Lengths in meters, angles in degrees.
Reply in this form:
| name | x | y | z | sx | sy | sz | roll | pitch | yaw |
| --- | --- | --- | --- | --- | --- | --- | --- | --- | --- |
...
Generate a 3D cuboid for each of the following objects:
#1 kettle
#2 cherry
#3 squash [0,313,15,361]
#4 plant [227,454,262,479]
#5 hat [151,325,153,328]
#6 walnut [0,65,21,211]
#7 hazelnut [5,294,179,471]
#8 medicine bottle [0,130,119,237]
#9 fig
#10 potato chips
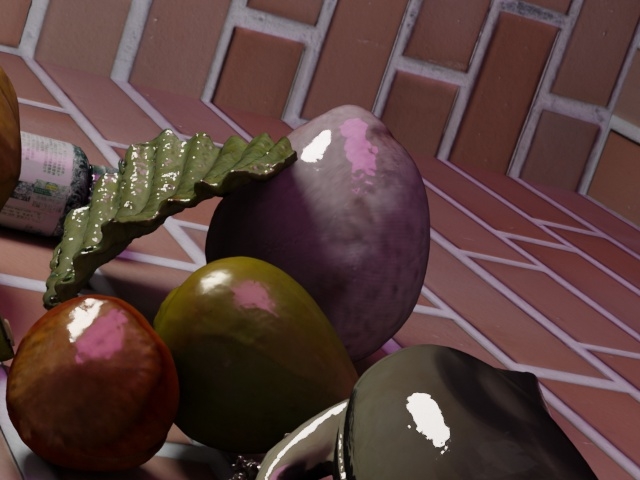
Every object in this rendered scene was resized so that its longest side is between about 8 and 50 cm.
| name | x | y | z | sx | sy | sz | roll | pitch | yaw |
| --- | --- | --- | --- | --- | --- | --- | --- | --- | --- |
| kettle | 0.089 | 0.242 | 1.466 | 0.321 | 0.228 | 0.324 | -21 | 38 | -5 |
| cherry | 0.006 | 0.006 | 2.181 | 0.291 | 0.335 | 0.326 | 30 | 27 | -38 |
| squash | -0.422 | 0.010 | 1.777 | 0.093 | 0.252 | 0.169 | -20 | 41 | -7 |
| plant | -0.016 | 0.270 | 1.578 | 0.174 | 0.085 | 0.087 | 24 | 11 | -11 |
| hat | -0.110 | 0.145 | 1.896 | 0.205 | 0.089 | 0.205 | 9 | 35 | -6 |
| walnut | -0.553 | -0.123 | 1.917 | 0.398 | 0.308 | 0.354 | 12 | 17 | -22 |
| hazelnut | -0.231 | 0.150 | 1.596 | 0.182 | 0.182 | 0.182 | 18 | 13 | -4 |
| medicine bottle | -0.431 | -0.086 | 2.298 | 0.293 | 0.141 | 0.141 | 13 | 14 | -20 |
| fig | -0.077 | 0.136 | 1.708 | 0.230 | 0.207 | 0.207 | 54 | 18 | 4 |
| potato chips | -0.213 | -0.051 | 2.062 | 0.097 | 0.373 | 0.389 | 59 | -4 | -15 |
